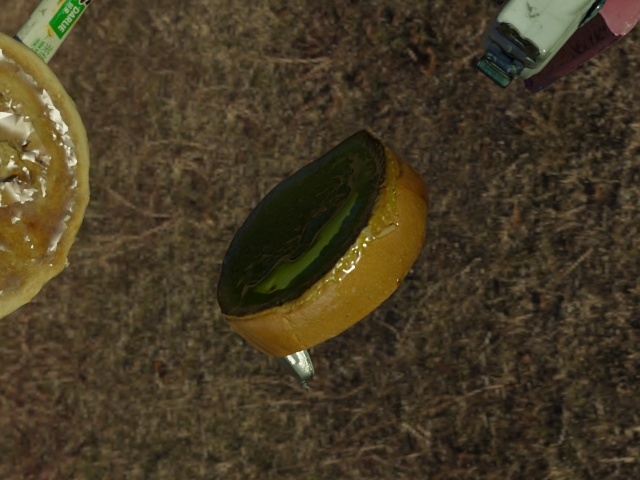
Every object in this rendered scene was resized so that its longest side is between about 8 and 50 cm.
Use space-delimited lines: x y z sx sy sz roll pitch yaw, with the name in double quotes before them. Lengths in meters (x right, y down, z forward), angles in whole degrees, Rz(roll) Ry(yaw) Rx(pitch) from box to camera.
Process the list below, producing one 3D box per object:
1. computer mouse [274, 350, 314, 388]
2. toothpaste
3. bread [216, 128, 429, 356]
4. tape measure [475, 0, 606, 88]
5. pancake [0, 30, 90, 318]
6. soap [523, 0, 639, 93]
"computer mouse" -0.073 0.216 1.930 0.229 0.068 0.113 53 164 -15
"toothpaste" -0.391 -0.286 1.262 0.314 0.058 0.056 -51 9 8
"bread" 0.000 0.000 0.867 0.236 0.070 0.236 -34 30 23
"tape measure" 0.266 -0.284 0.858 0.330 0.084 0.164 -49 4 -12
"pancake" -0.406 -0.065 0.946 0.065 0.356 0.355 11 98 59
"soap" 0.447 -0.405 1.526 0.233 0.128 0.359 -49 3 -9
